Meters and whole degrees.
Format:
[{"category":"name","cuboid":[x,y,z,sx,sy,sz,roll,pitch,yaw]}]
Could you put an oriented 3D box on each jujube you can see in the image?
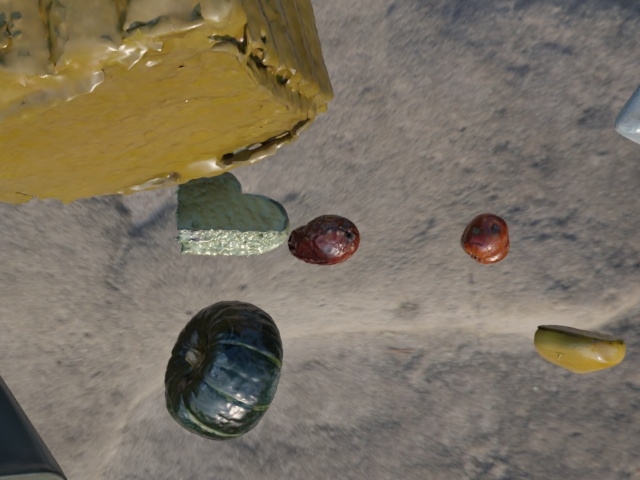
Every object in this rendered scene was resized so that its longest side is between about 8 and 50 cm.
[{"category":"jujube","cuboid":[0.000,0.000,1.396,0.077,0.129,0.077,3,85,-34]}]

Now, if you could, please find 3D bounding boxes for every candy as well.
[{"category":"candy","cuboid":[0.539,-0.218,1.471,0.138,0.071,0.174,21,108,-28]}]

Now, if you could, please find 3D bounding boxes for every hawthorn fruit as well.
[{"category":"hawthorn fruit","cuboid":[0.291,-0.006,1.689,0.093,0.093,0.093,1,85,-7]}]

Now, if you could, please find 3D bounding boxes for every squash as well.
[{"category":"squash","cuboid":[-0.172,0.230,1.724,0.165,0.252,0.252,21,83,-24]}]

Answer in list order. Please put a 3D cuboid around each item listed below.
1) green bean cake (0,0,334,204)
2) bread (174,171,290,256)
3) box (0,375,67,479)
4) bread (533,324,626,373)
[{"category":"green bean cake","cuboid":[-0.126,-0.109,0.544,0.224,0.229,0.131,-14,80,14]},{"category":"bread","cuboid":[-0.165,-0.033,1.578,0.232,0.064,0.172,30,51,24]},{"category":"box","cuboid":[-0.209,0.090,0.312,0.135,0.243,0.163,37,106,33]},{"category":"bread","cuboid":[0.334,0.144,1.258,0.082,0.115,0.056,5,93,-45]}]
